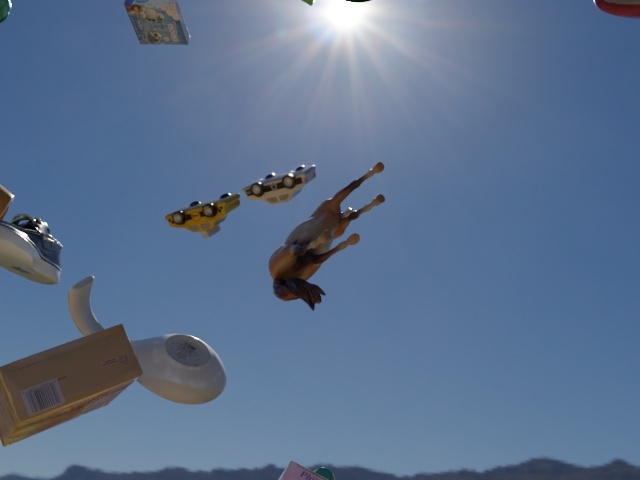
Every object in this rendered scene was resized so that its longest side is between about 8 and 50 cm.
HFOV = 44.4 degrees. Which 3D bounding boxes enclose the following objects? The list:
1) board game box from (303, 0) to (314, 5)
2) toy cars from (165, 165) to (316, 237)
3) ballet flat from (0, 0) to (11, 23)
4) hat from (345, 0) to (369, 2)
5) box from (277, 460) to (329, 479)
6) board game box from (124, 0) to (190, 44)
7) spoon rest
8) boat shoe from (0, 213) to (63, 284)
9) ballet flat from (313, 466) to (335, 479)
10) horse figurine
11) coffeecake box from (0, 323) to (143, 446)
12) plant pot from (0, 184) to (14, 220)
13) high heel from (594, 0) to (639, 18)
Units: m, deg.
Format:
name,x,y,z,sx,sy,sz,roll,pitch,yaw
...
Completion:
name,x,y,z,sx,sy,sz,roll,pitch,yaw
board game box,-0.105,-0.484,1.058,0.317,0.214,0.046,26,-17,-6
toy cars,-0.190,-0.091,1.977,0.393,0.087,0.176,-21,13,-14
ballet flat,-0.534,-0.328,1.017,0.247,0.083,0.087,-1,-31,-3
hat,0.070,-0.548,1.458,0.208,0.173,0.183,20,3,6
box,-0.002,0.534,1.471,0.213,0.117,0.243,28,-27,4
board game box,-0.278,-0.373,1.337,0.090,0.020,0.090,2,-32,10
spoon rest,-0.267,0.162,1.197,0.276,0.137,0.084,32,-61,9
boat shoe,-0.408,0.002,1.067,0.077,0.070,0.219,8,-16,0
ballet flat,-0.044,0.609,1.762,0.077,0.231,0.077,31,-46,20
horse figurine,0.000,0.000,1.029,0.066,0.263,0.174,45,-46,-10
coffeecake box,-0.309,0.175,0.930,0.142,0.068,0.185,-19,-11,-32
plant pot,-0.748,-0.081,1.609,0.188,0.205,0.205,30,-30,-17
high heel,0.627,-0.437,1.513,0.377,0.127,0.181,-17,-29,-30
